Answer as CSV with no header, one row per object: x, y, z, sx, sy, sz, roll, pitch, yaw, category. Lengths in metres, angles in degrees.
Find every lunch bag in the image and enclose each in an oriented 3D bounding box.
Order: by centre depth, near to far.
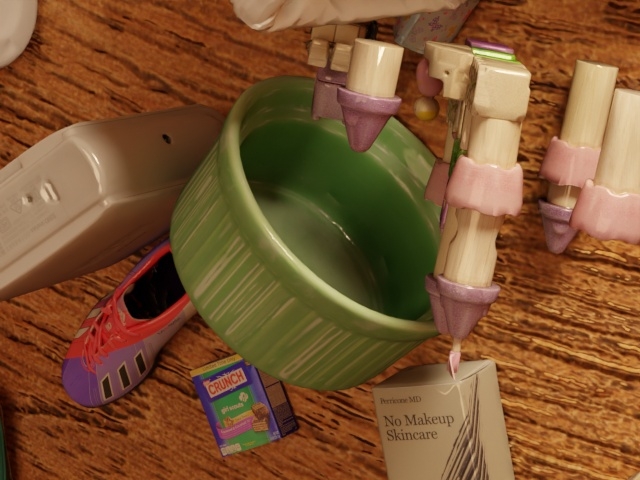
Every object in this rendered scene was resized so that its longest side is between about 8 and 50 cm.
0.110,-0.225,1.454,0.053,0.083,0.071,40,117,16,lunch bag

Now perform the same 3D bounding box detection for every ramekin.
0.000,0.000,1.444,0.303,0.303,0.148,52,127,11,ramekin

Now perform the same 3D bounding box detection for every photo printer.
-0.234,-0.041,1.554,0.256,0.307,0.107,-32,85,27,photo printer

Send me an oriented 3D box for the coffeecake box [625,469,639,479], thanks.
0.273,0.297,1.432,0.185,0.142,0.068,-45,77,28,coffeecake box

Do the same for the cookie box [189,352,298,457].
-0.087,0.181,1.671,0.092,0.040,0.107,-22,88,32,cookie box

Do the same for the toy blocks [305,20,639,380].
0.119,-0.043,1.324,0.309,0.288,0.260,10,104,-1,toy blocks

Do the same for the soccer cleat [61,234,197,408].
-0.215,0.090,1.680,0.318,0.116,0.109,-42,79,29,soccer cleat

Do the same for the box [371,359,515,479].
0.141,0.269,1.529,0.113,0.094,0.275,-9,96,30,box

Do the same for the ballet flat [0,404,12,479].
-0.440,0.336,1.880,0.106,0.107,0.316,3,96,49,ballet flat

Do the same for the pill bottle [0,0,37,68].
-0.492,-0.282,1.736,0.283,0.161,0.161,5,102,29,pill bottle

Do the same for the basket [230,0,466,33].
0.069,-0.376,1.217,0.328,0.331,0.266,-41,74,36,basket
